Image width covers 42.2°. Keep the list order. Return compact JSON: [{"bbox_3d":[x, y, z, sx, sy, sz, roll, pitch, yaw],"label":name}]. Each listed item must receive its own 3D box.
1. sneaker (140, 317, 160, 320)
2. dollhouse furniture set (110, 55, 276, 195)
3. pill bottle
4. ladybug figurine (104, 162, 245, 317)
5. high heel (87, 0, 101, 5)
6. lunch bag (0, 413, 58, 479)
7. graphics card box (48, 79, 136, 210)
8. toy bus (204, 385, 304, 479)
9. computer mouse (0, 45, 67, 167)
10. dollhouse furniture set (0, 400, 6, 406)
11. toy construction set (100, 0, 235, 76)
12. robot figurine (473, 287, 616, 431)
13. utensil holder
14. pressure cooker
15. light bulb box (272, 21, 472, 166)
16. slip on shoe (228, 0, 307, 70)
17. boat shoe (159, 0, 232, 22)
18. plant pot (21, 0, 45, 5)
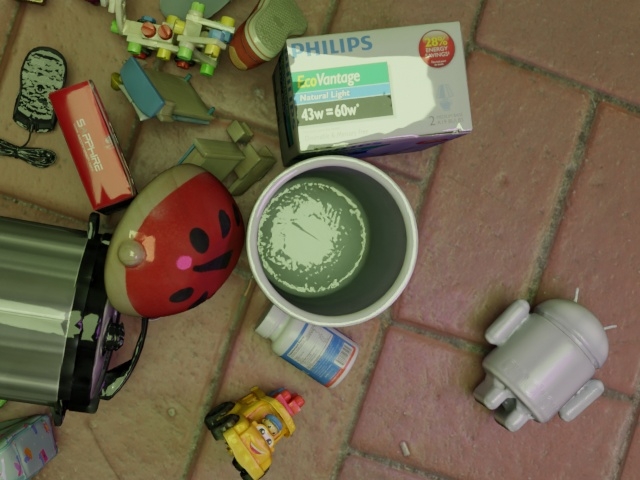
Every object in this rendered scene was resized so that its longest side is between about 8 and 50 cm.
[{"bbox_3d":[-0.290,0.087,1.814,0.281,0.162,0.106,-41,96,-5],"label":"sneaker"},{"bbox_3d":[-0.314,-0.228,1.829,0.198,0.286,0.303,-44,70,24],"label":"dollhouse furniture set"},{"bbox_3d":[-0.034,0.227,1.871,0.221,0.124,0.124,35,87,-6],"label":"pill bottle"},{"bbox_3d":[-0.259,0.013,1.572,0.161,0.449,0.305,21,102,8],"label":"ladybug figurine"},{"bbox_3d":[-0.559,-0.613,1.786,0.082,0.117,0.244,-37,96,-5],"label":"high heel"},{"bbox_3d":[-0.687,0.455,1.716,0.224,0.279,0.108,-16,93,4],"label":"lunch bag"},{"bbox_3d":[-0.449,-0.175,1.683,0.094,0.371,0.233,-22,95,-9],"label":"graphics card box"},{"bbox_3d":[-0.126,0.404,1.821,0.211,0.220,0.149,-33,99,-12],"label":"toy bus"},{"bbox_3d":[-0.656,-0.300,1.813,0.184,0.060,0.262,9,102,-12],"label":"computer mouse"},{"bbox_3d":[-0.744,0.305,1.803,0.058,0.076,0.152,-44,97,-3],"label":"dollhouse furniture set"},{"bbox_3d":[-0.335,-0.453,1.759,0.327,0.215,0.151,28,88,3],"label":"toy construction set"},{"bbox_3d":[0.516,0.276,1.905,0.353,0.200,0.300,-45,97,-4],"label":"robot figurine"},{"bbox_3d":[0.000,0.000,1.739,0.327,0.385,0.328,0,90,-8],"label":"utensil holder"},{"bbox_3d":[-0.560,0.152,1.667,0.420,0.370,0.376,10,48,-10],"label":"pressure cooker"},{"bbox_3d":[0.093,-0.297,1.756,0.357,0.361,0.225,-8,92,-7],"label":"light bulb box"},{"bbox_3d":[-0.113,-0.453,1.773,0.101,0.331,0.123,-28,111,29],"label":"slip on shoe"},{"bbox_3d":[-0.217,-0.588,1.838,0.306,0.105,0.113,-32,107,19],"label":"boat shoe"},{"bbox_3d":[-0.629,-0.552,1.795,0.081,0.083,0.082,9,91,-8],"label":"plant pot"}]
